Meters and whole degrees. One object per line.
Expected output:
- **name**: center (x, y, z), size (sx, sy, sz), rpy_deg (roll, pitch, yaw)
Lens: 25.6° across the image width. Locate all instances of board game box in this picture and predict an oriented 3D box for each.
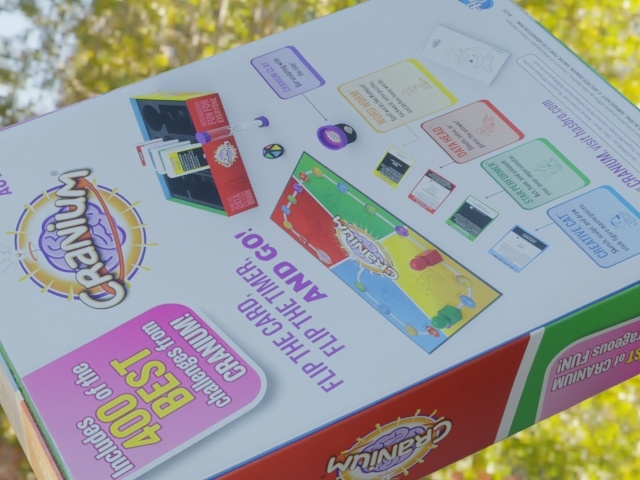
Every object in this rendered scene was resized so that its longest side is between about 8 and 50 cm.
- **board game box**: center (0.000, 0.000, 0.641), size (0.317, 0.064, 0.242), rpy_deg (-22, 47, -18)
